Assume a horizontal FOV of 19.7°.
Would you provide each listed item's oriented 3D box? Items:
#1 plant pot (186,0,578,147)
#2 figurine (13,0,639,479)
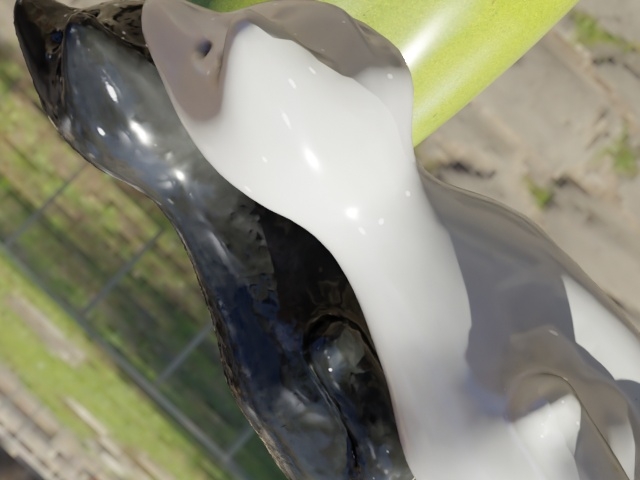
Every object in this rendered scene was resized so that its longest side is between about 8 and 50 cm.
[{"bbox_3d":[0.018,-0.221,1.469,0.366,0.353,0.366,33,-161,-13],"label":"plant pot"},{"bbox_3d":[0.000,0.000,0.582,0.209,0.092,0.215,50,164,-21],"label":"figurine"}]
